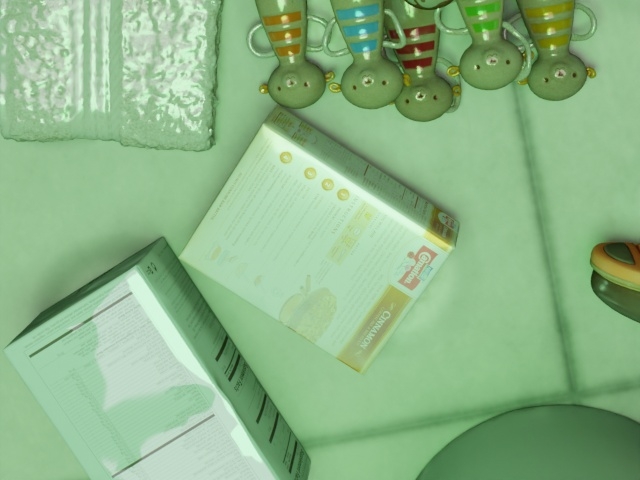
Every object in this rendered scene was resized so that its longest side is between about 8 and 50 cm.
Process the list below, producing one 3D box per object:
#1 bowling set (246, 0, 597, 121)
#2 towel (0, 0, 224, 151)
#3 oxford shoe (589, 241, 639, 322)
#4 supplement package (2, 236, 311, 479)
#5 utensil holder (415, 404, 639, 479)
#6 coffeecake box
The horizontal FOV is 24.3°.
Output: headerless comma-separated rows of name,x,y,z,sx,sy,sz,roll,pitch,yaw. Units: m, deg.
bowling set,0.072,-0.158,1.156,0.287,0.200,0.154,-8,102,9
towel,-0.170,-0.215,1.230,0.187,0.049,0.282,4,101,3
oxford shoe,0.369,0.119,1.225,0.364,0.130,0.132,27,108,-2
supplement package,-0.131,0.143,1.253,0.139,0.134,0.244,-31,97,9
utensil holder,0.203,0.323,1.141,0.328,0.385,0.327,1,101,4
coffeecake box,0.000,0.000,1.240,0.185,0.068,0.142,33,111,-3
